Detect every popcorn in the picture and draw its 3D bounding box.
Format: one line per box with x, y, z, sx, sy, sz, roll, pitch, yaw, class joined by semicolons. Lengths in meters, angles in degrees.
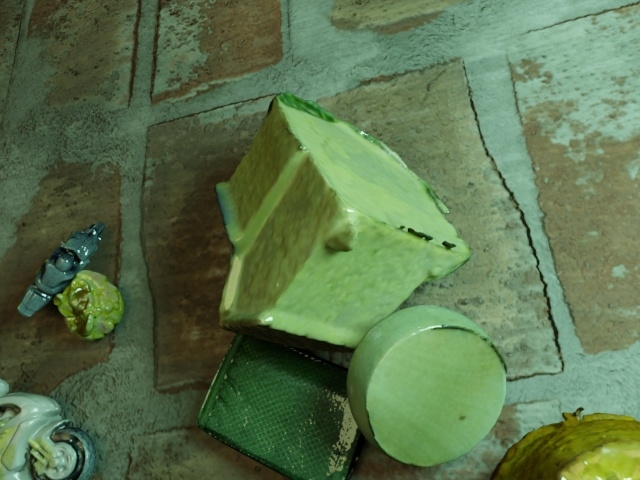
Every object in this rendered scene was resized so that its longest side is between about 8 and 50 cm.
-0.374;0.106;0.878;0.096;0.089;0.109;-5;67;5;popcorn

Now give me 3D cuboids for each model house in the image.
0.000;0.000;0.731;0.266;0.261;0.321;-52;39;22;model house

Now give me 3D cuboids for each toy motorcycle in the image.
-0.434;0.046;0.904;0.061;0.124;0.193;41;81;-15;toy motorcycle
-0.520;0.332;0.825;0.340;0.108;0.223;-27;73;0;toy motorcycle

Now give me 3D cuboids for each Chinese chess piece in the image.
0.124;0.170;0.636;0.188;0.083;0.189;-2;101;-13;Chinese chess piece

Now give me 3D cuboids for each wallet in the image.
-0.046;0.228;0.735;0.236;0.055;0.160;17;72;27;wallet

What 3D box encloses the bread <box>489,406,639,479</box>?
0.291;0.353;0.494;0.336;0.204;0.358;20;79;29;bread
